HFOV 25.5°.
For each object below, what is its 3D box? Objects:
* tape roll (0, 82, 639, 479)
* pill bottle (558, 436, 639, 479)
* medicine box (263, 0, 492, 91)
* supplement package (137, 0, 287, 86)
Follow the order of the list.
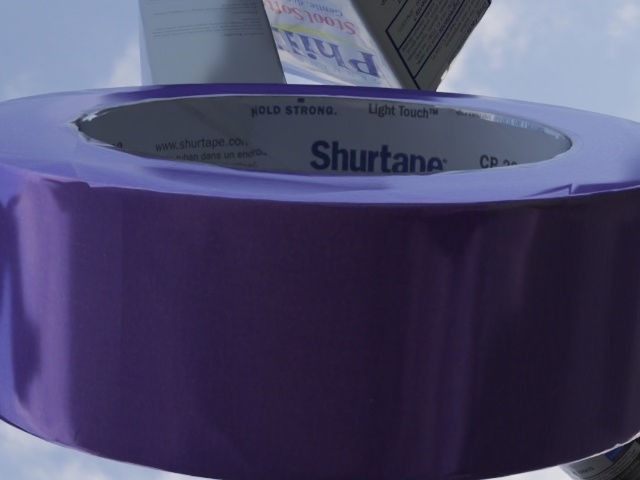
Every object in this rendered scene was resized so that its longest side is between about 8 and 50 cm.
[{"bbox_3d":[0.000,0.000,0.536,0.274,0.275,0.090,-2,-77,-21],"label":"tape roll"},{"bbox_3d":[0.241,0.174,1.053,0.137,0.078,0.078,42,-100,-18],"label":"pill bottle"},{"bbox_3d":[-0.018,-0.283,1.333,0.149,0.263,0.289,-58,-36,-16],"label":"medicine box"},{"bbox_3d":[-0.087,-0.113,1.140,0.105,0.179,0.105,-5,-45,-10],"label":"supplement package"}]
